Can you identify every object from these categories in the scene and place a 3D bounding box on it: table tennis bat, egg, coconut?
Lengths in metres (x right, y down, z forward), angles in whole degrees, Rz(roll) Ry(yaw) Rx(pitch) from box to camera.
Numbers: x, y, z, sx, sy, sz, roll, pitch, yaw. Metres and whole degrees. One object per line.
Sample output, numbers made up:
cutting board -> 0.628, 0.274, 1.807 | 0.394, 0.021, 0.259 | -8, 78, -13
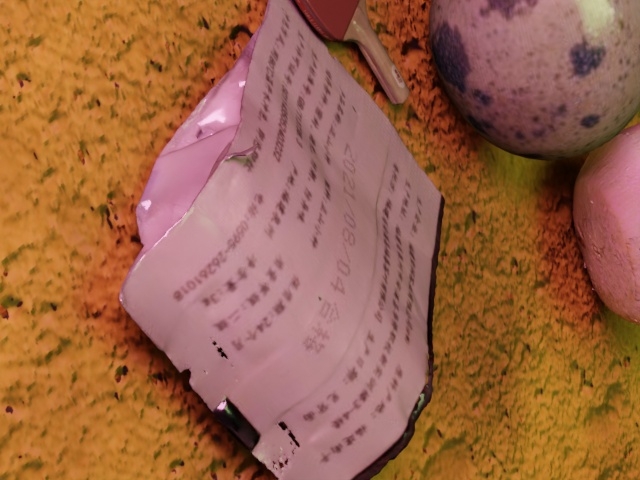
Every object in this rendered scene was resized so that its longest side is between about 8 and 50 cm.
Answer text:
table tennis bat -> 0.012, -0.144, 0.838 | 0.156, 0.013, 0.087 | 55, 35, -30
egg -> 0.138, -0.135, 0.896 | 0.141, 0.141, 0.181 | -59, 140, -38
coconut -> 0.281, -0.018, 1.026 | 0.183, 0.171, 0.170 | -16, 99, -11

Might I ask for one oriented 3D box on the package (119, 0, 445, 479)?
package -> 0.000, 0.000, 0.768 | 0.204, 0.062, 0.250 | 53, 43, -34
